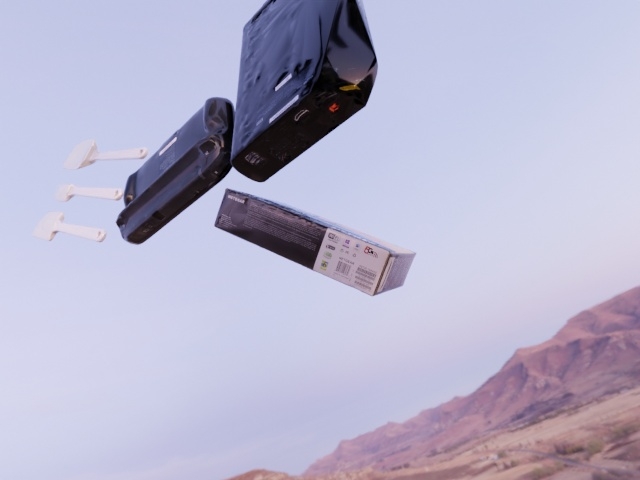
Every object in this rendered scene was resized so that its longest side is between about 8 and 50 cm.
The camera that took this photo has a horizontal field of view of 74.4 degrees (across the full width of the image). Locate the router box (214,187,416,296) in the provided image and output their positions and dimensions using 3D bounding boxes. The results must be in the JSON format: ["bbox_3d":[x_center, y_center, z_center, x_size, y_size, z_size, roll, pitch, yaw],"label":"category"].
[{"bbox_3d":[0.000,0.000,0.446,0.133,0.179,0.046,6,-75,-68],"label":"router box"}]

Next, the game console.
[{"bbox_3d":[-0.103,-0.119,0.434,0.361,0.213,0.044,-29,-43,31],"label":"game console"}]

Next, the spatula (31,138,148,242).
[{"bbox_3d":[-0.336,-0.074,0.601,0.242,0.168,0.019,6,-22,40],"label":"spatula"}]
